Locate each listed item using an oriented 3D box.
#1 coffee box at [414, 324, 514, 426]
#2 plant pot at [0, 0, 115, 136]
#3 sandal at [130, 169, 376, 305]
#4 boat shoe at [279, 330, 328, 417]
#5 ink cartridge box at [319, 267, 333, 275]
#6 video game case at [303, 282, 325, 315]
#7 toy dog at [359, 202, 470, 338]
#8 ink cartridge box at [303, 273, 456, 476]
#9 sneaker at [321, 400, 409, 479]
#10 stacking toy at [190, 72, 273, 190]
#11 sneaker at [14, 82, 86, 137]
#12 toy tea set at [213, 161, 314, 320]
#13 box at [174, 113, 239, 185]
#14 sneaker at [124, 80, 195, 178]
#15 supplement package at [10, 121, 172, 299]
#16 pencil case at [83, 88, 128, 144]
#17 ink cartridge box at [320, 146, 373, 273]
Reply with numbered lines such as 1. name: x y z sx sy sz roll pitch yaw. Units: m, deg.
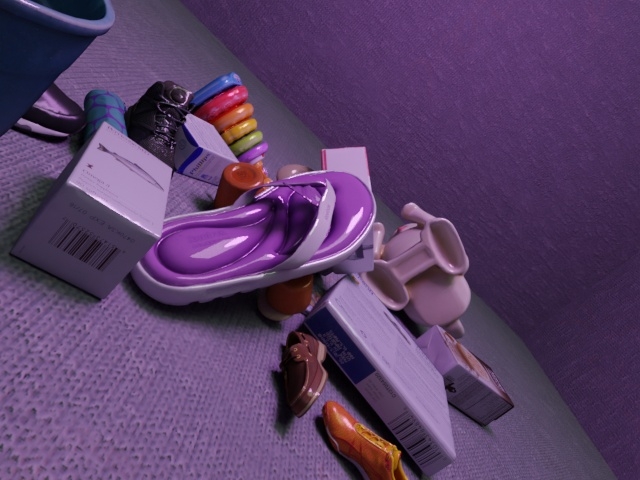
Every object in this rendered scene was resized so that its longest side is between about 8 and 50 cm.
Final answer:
1. coffee box: 0.350 0.337 1.179 0.247 0.098 0.141 38 18 -27
2. plant pot: -0.329 -0.141 0.304 0.272 0.255 0.271 42 16 -15
3. sandal: -0.054 -0.027 0.669 0.417 0.102 0.169 -27 68 -38
4. boat shoe: -0.031 0.179 0.658 0.060 0.064 0.178 39 10 -8
5. ink cartridge box: -0.009 -0.026 1.090 0.128 0.072 0.175 33 40 -30
6. video game case: -0.042 0.096 0.913 0.166 0.015 0.119 37 18 -30
7. toy dog: 0.318 0.070 1.443 0.395 0.284 0.408 45 14 -7
8. ink cartridge box: 0.121 0.220 0.908 0.324 0.071 0.330 50 11 3
9. sneaker: 0.070 0.284 0.642 0.175 0.067 0.064 48 17 11
10. stacking toy: -0.194 -0.231 1.144 0.301 0.166 0.175 58 9 -12
11. sneaker: -0.413 -0.246 0.590 0.283 0.124 0.107 35 20 -35
12. toy tea set: -0.100 -0.003 0.844 0.200 0.124 0.335 8 47 -10
13. box: -0.253 -0.191 0.968 0.126 0.072 0.137 53 16 22
14. sneaker: -0.280 -0.203 0.829 0.087 0.130 0.227 30 24 -41
15. supplement package: -0.249 -0.041 0.545 0.105 0.105 0.179 36 18 -30
16. pencil case: -0.332 -0.173 0.734 0.070 0.065 0.151 86 -17 -44
17. ink cartridge box: 0.055 -0.054 0.941 0.217 0.093 0.158 83 3 -56
